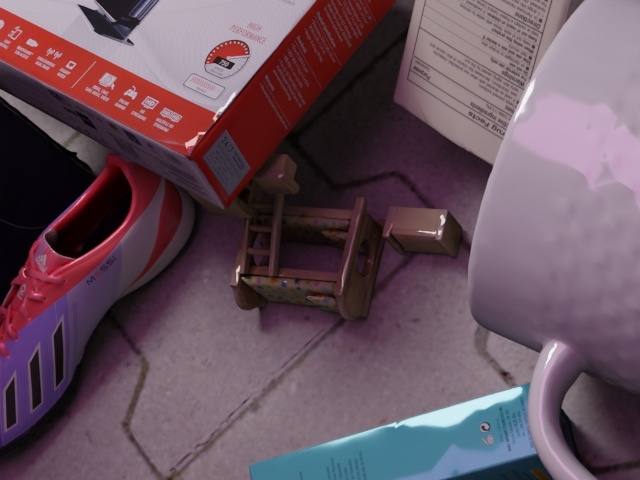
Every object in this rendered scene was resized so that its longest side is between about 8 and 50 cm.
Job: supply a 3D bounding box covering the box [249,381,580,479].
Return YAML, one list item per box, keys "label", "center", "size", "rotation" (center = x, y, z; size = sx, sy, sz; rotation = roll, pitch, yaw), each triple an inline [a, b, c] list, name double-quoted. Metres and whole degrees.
- label: "box"
  center: [0.075, 0.185, 1.339]
  size: [0.244, 0.100, 0.060]
  rotation: [-19, 62, 17]

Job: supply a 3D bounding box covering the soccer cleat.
- label: "soccer cleat"
  center: [-0.247, 0.057, 1.535]
  size: [0.108, 0.116, 0.318]
  rotation: [38, 87, 33]

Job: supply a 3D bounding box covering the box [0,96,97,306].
- label: "box"
  center: [-0.529, -0.007, 1.486]
  size: [0.297, 0.472, 0.480]
  rotation: [27, 81, 31]

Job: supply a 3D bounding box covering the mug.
- label: "mug"
  center: [0.290, 0.039, 1.199]
  size: [0.328, 0.276, 0.374]
  rotation: [23, 73, 22]

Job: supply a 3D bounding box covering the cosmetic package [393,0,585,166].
- label: "cosmetic package"
  center: [0.176, -0.220, 1.356]
  size: [0.153, 0.129, 0.296]
  rotation: [36, 130, 30]

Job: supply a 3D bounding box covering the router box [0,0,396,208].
- label: "router box"
  center: [-0.120, -0.219, 1.464]
  size: [0.335, 0.082, 0.301]
  rotation: [27, 72, 35]

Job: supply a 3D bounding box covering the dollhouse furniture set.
- label: "dollhouse furniture set"
  center: [0.000, 0.000, 1.420]
  size: [0.182, 0.161, 0.101]
  rotation: [4, 70, 27]
